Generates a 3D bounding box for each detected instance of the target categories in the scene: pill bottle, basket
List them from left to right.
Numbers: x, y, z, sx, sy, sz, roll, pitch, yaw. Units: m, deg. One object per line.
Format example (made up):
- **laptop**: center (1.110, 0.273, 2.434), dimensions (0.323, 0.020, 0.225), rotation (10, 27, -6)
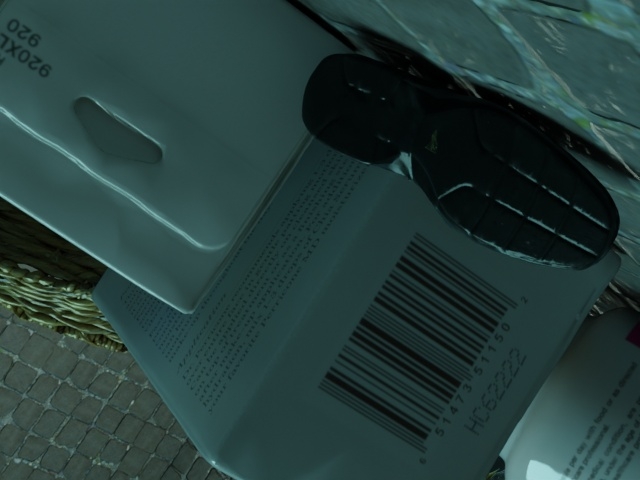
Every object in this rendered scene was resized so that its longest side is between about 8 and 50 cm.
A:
- **basket**: center (-0.257, -0.006, 1.207), dimensions (0.299, 0.213, 0.223), rotation (28, 153, 10)
- **pill bottle**: center (0.228, 0.147, 0.819), dimensions (0.283, 0.160, 0.160), rotation (32, 177, 18)

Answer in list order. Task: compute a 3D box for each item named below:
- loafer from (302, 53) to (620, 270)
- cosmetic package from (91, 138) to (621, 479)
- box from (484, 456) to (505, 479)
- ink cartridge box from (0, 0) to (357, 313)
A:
- **loafer**: center (0.073, -0.042, 0.572), dimensions (0.170, 0.062, 0.061), rotation (36, -160, 26)
- **cosmetic package**: center (-0.013, 0.030, 0.868), dimensions (0.161, 0.230, 0.453), rotation (34, 178, -21)
- **box**: center (0.152, 0.129, 1.010), dimensions (0.231, 0.056, 0.183), rotation (9, -143, -36)
- **ink cartridge box**: center (-0.113, -0.082, 0.704), dimensions (0.171, 0.168, 0.232), rotation (34, 177, -14)
